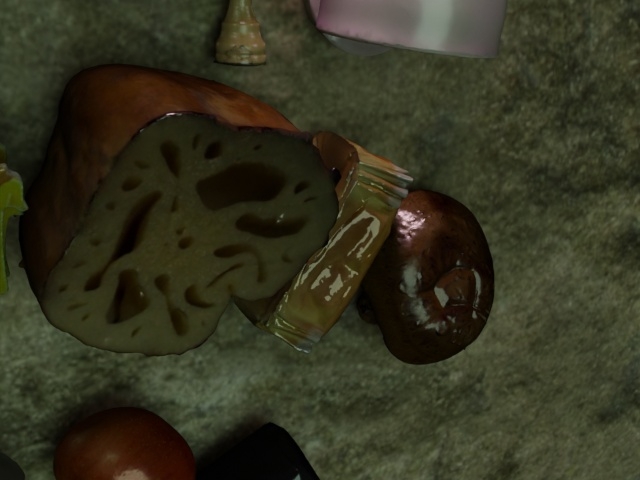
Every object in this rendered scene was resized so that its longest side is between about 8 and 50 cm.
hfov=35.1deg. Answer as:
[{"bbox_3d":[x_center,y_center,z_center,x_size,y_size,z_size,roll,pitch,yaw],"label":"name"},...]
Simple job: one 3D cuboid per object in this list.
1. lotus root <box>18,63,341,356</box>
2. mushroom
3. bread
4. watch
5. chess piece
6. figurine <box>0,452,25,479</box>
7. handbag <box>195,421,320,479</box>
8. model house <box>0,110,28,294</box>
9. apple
[{"bbox_3d":[-0.157,-0.037,1.046,0.316,0.250,0.316,-17,127,-24],"label":"lotus root"},{"bbox_3d":[0.141,0.048,1.269,0.194,0.138,0.231,-37,121,-9],"label":"mushroom"},{"bbox_3d":[0.000,0.000,1.184,0.107,0.136,0.241,24,98,-33],"label":"bread"},{"bbox_3d":[0.115,-0.283,1.077,0.244,0.231,0.196,1,106,-23],"label":"watch"},{"bbox_3d":[-0.086,-0.275,1.083,0.060,0.060,0.172,-6,108,-24],"label":"chess piece"},{"bbox_3d":[-0.420,0.348,1.119,0.176,0.133,0.236,24,92,-50],"label":"figurine"},{"bbox_3d":[-0.097,0.419,1.268,0.302,0.178,0.275,-37,123,-9],"label":"handbag"},{"bbox_3d":[-0.429,-0.012,0.903,0.357,0.242,0.313,-33,143,4],"label":"model house"},{"bbox_3d":[-0.223,0.267,1.169,0.139,0.163,0.163,-33,121,-25],"label":"apple"}]
